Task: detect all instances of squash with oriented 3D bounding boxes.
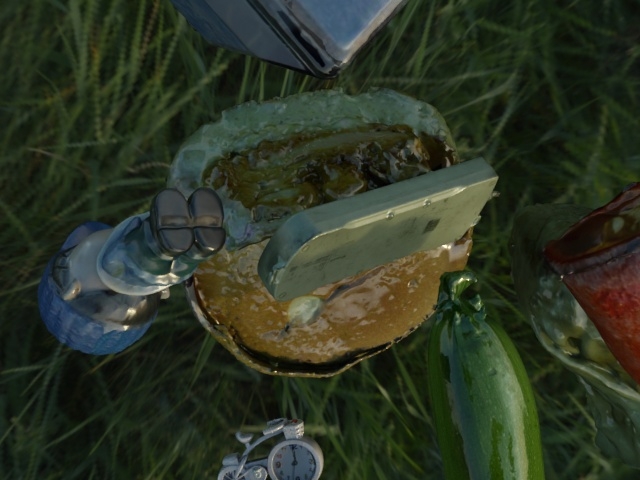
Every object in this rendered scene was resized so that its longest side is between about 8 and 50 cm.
[{"bbox_3d":[0.162,0.208,1.262,0.101,0.101,0.378,-13,101,-2],"label":"squash"}]

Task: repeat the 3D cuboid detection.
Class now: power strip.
[{"bbox_3d":[0.049,-0.012,0.980,0.227,0.080,0.029,-18,61,-35],"label":"power strip"}]

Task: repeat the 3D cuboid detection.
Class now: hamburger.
[{"bbox_3d":[0.000,0.000,1.434,0.318,0.277,0.195,-8,47,-8],"label":"hamburger"}]

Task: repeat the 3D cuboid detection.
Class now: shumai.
[{"bbox_3d":[0.333,0.117,1.486,0.292,0.330,0.288,12,98,16],"label":"shumai"}]

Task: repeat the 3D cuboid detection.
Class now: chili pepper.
[{"bbox_3d":[0.183,0.041,0.626,0.084,0.086,0.192,-50,121,-6],"label":"chili pepper"}]

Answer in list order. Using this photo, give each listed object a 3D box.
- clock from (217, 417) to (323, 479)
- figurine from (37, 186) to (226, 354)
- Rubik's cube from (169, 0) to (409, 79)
[{"bbox_3d":[-0.063,0.259,1.575,0.129,0.041,0.087,-15,97,9],"label":"clock"},{"bbox_3d":[-0.102,0.020,0.741,0.077,0.136,0.079,-3,83,-40],"label":"figurine"},{"bbox_3d":[-0.038,-0.364,1.156,0.313,0.318,0.316,-47,118,-7],"label":"Rubik's cube"}]
